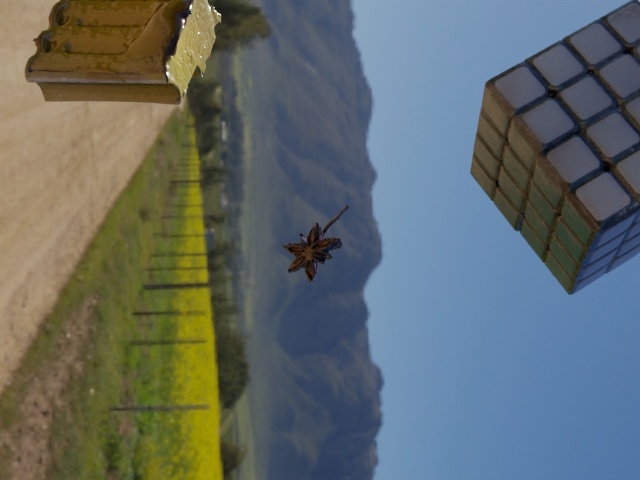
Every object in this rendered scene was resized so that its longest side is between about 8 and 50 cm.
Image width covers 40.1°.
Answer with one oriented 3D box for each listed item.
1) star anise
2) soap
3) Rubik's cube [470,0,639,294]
[{"bbox_3d":[0.000,0.000,1.870,0.097,0.190,0.070,42,5,22],"label":"star anise"},{"bbox_3d":[-0.350,-0.357,1.568,0.143,0.281,0.259,76,24,-54],"label":"soap"},{"bbox_3d":[0.510,-0.160,1.598,0.337,0.344,0.344,57,-7,24],"label":"Rubik's cube"}]
